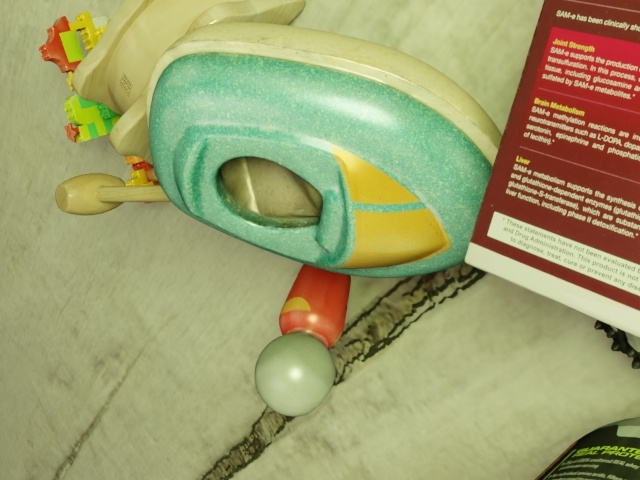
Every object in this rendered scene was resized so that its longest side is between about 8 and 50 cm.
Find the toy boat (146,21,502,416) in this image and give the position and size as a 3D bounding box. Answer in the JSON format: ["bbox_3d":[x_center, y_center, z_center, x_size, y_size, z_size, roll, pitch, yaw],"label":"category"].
[{"bbox_3d":[0.000,0.000,0.627,0.267,0.148,0.318,14,141,7],"label":"toy boat"}]

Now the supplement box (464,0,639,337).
[{"bbox_3d":[0.172,-0.079,0.419,0.130,0.073,0.239,26,106,39],"label":"supplement box"}]

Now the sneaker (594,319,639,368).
[{"bbox_3d":[0.230,0.040,0.483,0.234,0.106,0.078,50,175,47],"label":"sneaker"}]

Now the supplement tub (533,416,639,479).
[{"bbox_3d":[0.164,0.224,0.463,0.193,0.316,0.194,27,130,38],"label":"supplement tub"}]

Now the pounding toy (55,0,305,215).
[{"bbox_3d":[-0.105,-0.113,0.740,0.269,0.154,0.155,-44,75,31],"label":"pounding toy"}]

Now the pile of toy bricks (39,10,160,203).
[{"bbox_3d":[-0.217,-0.132,0.875,0.118,0.105,0.212,-5,106,50],"label":"pile of toy bricks"}]
